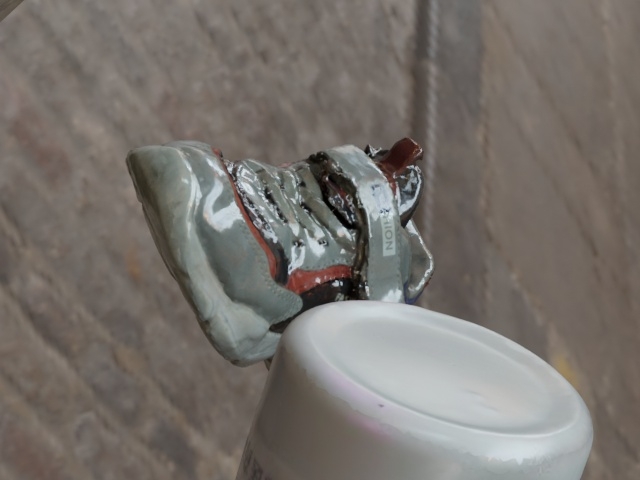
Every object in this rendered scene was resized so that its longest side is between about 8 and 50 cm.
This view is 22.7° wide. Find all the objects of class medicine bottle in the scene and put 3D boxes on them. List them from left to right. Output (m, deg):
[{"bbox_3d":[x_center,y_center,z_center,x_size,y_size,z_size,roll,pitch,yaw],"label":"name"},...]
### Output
[{"bbox_3d":[-0.001,0.150,0.473,0.095,0.095,0.260,-38,145,-67],"label":"medicine bottle"}]

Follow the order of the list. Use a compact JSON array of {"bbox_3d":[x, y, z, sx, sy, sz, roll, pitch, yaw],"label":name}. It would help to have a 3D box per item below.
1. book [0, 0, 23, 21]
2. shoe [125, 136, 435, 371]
[{"bbox_3d":[-0.272,-0.191,1.289,0.016,0.138,0.198,50,11,-7],"label":"book"},{"bbox_3d":[0.000,0.000,0.773,0.099,0.125,0.227,66,12,24],"label":"shoe"}]
